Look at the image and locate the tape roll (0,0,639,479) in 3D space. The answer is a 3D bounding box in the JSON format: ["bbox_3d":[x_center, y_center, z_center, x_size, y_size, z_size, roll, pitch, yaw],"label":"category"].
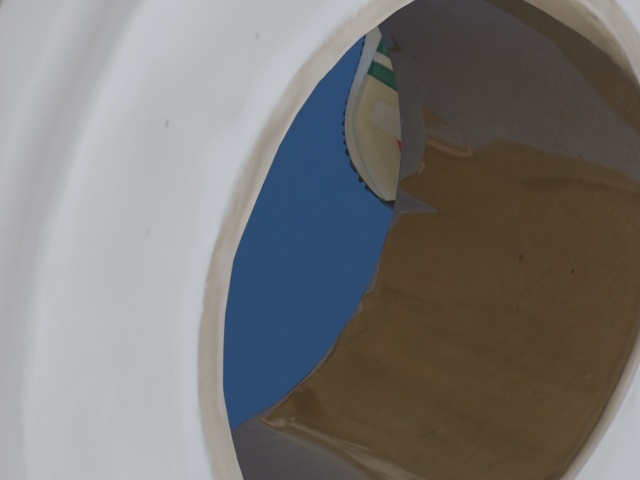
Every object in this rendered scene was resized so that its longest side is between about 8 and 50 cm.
[{"bbox_3d":[0.000,0.000,0.429,0.100,0.286,0.286,21,-105,44],"label":"tape roll"}]

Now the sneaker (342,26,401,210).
[{"bbox_3d":[0.058,-0.089,0.903,0.057,0.075,0.161,25,-128,-23],"label":"sneaker"}]
